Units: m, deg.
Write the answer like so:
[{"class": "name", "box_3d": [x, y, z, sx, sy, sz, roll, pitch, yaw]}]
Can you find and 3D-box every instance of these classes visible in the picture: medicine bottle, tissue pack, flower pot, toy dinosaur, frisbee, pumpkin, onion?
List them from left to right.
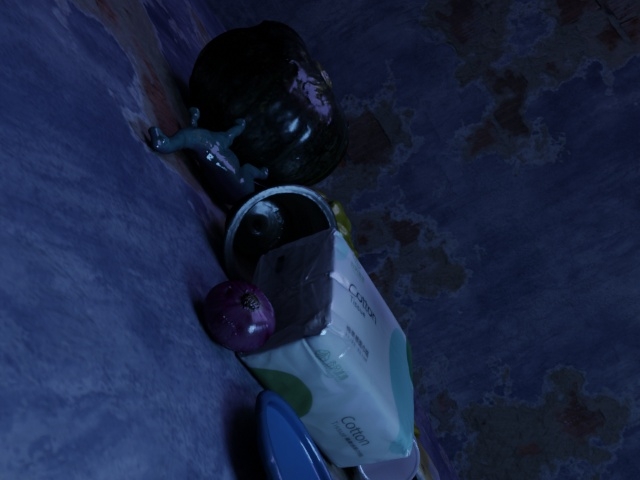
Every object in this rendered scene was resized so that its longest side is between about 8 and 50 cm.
[{"class": "toy dinosaur", "box_3d": [-0.210, -0.120, 1.361, 0.383, 0.129, 0.331, 60, 18, -26]}, {"class": "onion", "box_3d": [-0.125, 0.115, 0.990, 0.104, 0.115, 0.115, -49, -119, 49]}, {"class": "flower pot", "box_3d": [-0.099, -0.013, 1.289, 0.235, 0.235, 0.148, 58, -12, -30]}, {"class": "pumpkin", "box_3d": [-0.128, -0.333, 1.679, 0.454, 0.344, 0.454, 54, 8, -11]}, {"class": "frisbee", "box_3d": [-0.030, 0.346, 0.903, 0.289, 0.049, 0.289, 62, 3, -6]}, {"class": "tissue pack", "box_3d": [0.029, 0.200, 1.179, 0.356, 0.194, 0.266, 57, 25, -33]}, {"class": "medicine bottle", "box_3d": [0.128, 0.412, 1.364, 0.133, 0.133, 0.249, 62, -2, 2]}, {"class": "tissue pack", "box_3d": [0.257, 0.627, 1.754, 0.186, 0.090, 0.222, 59, 7, -7]}]

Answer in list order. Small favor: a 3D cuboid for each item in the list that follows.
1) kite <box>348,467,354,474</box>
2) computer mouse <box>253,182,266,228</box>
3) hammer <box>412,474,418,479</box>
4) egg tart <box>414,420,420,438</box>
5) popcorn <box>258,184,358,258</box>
[{"class": "kite", "box_3d": [0.010, 0.365, 1.295, 0.229, 0.016, 0.127, 58, 11, -23]}, {"class": "computer mouse", "box_3d": [-0.106, -0.023, 1.678, 0.168, 0.087, 0.295, 50, 16, -59]}, {"class": "hammer", "box_3d": [0.300, 0.621, 1.375, 0.409, 0.095, 0.242, 32, 4, 1]}, {"class": "egg tart", "box_3d": [0.145, 0.406, 1.698, 0.294, 0.123, 0.294, 60, 3, -5]}, {"class": "popcorn", "box_3d": [-0.034, 0.003, 1.503, 0.250, 0.235, 0.241, 108, -12, -77]}]
